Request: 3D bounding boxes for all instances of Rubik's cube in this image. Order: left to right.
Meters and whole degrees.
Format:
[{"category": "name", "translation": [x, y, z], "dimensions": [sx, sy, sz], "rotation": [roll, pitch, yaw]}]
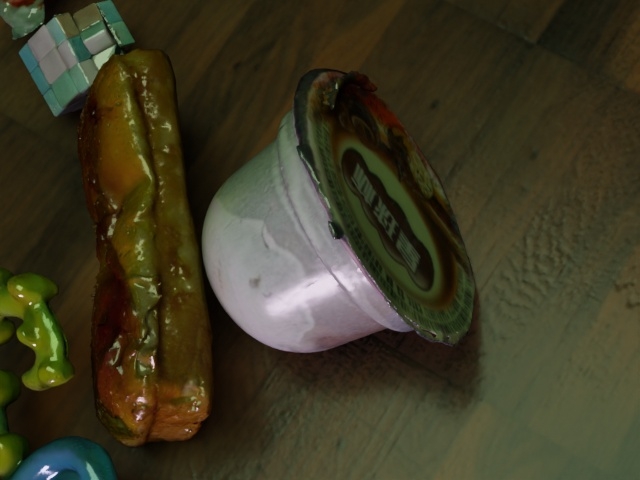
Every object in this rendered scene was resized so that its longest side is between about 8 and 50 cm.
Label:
[{"category": "Rubik's cube", "translation": [-0.176, -0.143, 1.031], "dimensions": [0.084, 0.073, 0.075], "rotation": [-8, 103, 42]}]

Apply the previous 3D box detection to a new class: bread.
[{"category": "bread", "translation": [-0.125, 0.004, 0.936], "dimensions": [0.077, 0.139, 0.271], "rotation": [-2, 71, -15]}]

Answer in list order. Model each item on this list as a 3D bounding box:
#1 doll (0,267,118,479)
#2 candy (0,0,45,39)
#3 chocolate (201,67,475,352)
[{"category": "doll", "translation": [-0.285, 0.183, 0.937], "dimensions": [0.346, 0.099, 0.341], "rotation": [-29, 78, 17]}, {"category": "candy", "translation": [-0.220, -0.287, 1.091], "dimensions": [0.086, 0.059, 0.292], "rotation": [-11, 63, 41]}, {"category": "chocolate", "translation": [-0.003, -0.005, 0.903], "dimensions": [0.147, 0.221, 0.221], "rotation": [-22, 66, 27]}]
